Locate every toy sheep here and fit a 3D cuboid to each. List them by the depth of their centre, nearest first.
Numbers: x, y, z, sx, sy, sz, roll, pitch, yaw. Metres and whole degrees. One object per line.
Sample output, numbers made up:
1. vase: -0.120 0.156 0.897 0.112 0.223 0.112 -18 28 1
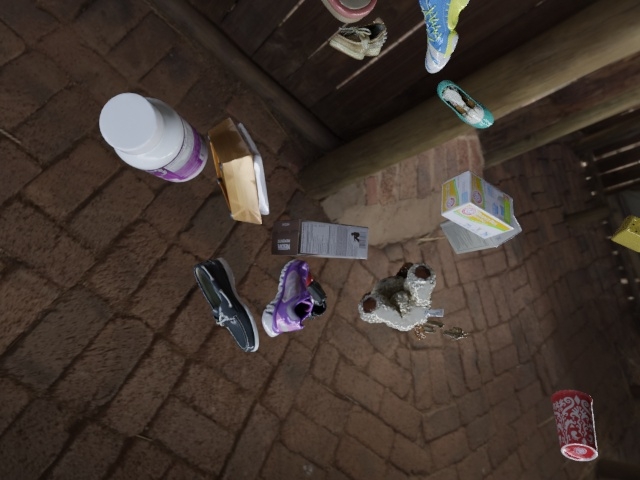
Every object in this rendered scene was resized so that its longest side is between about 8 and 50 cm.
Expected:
1. toy sheep: 0.218 -0.797 1.685 0.091 0.091 0.132 -36 143 -41

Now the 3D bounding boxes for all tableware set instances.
1. tableware set: 0.422 0.307 1.483 0.141 0.169 0.020 -1 101 -56

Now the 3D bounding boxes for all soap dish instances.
1. soap dish: -0.254 -0.212 1.316 0.118 0.291 0.228 -15 129 -15

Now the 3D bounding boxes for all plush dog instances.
1. plush dog: 0.248 0.188 1.389 0.262 0.225 0.210 -33 113 0

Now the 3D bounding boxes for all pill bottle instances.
1. pill bottle: -0.399 -0.246 1.057 0.169 0.301 0.169 0 88 3

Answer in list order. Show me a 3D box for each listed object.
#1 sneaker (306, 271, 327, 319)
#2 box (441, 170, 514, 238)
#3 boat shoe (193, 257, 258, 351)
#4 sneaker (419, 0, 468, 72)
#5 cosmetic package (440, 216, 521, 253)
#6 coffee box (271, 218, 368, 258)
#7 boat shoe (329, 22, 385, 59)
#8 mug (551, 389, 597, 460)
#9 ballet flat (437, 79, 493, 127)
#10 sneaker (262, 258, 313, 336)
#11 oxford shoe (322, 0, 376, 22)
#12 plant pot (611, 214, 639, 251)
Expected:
1. sneaker: -0.054 0.215 1.429 0.135 0.276 0.097 40 53 8
2. box: 0.463 -0.101 1.275 0.203 0.103 0.114 24 61 -27
3. boat shoe: -0.278 0.193 1.252 0.091 0.114 0.302 -13 63 -42
4. sneaker: 0.279 -0.547 1.062 0.126 0.091 0.240 11 102 -22
5. cosmetic package: 0.605 -0.051 1.662 0.129 0.296 0.153 -28 90 -11
6. coffee box: 0.000 0.000 1.494 0.297 0.168 0.118 5 87 -36
7. boat shoe: 0.117 -0.615 1.309 0.105 0.089 0.285 34 36 8
8. mug: 0.763 0.561 1.287 0.150 0.113 0.169 60 34 -27
9. ballet flat: 0.520 -0.481 1.558 0.247 0.083 0.087 37 32 -5
10. sneaker: -0.060 0.145 1.113 0.236 0.105 0.095 -70 145 -44
11. oxford shoe: 0.007 -0.501 0.743 0.123 0.130 0.348 -13 75 -14
12. plant pot: 0.916 -0.027 1.255 0.081 0.081 0.083 -57 153 -1
